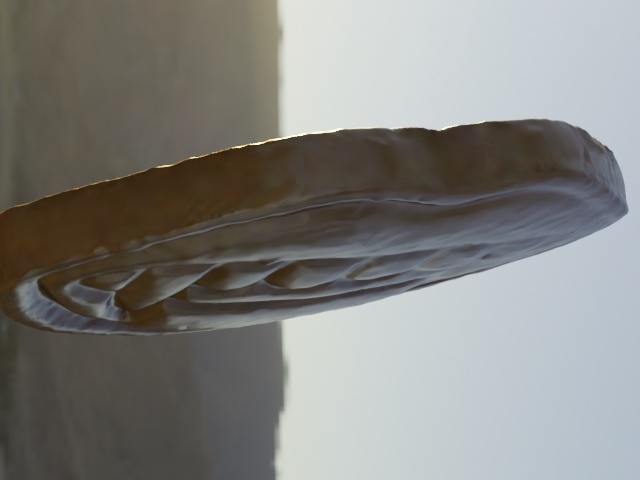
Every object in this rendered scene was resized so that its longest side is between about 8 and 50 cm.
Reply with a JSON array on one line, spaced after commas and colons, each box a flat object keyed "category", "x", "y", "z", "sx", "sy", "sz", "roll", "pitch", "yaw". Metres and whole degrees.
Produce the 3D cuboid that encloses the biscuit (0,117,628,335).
[{"category": "biscuit", "x": 0.000, "y": 0.000, "z": 0.506, "sx": 0.142, "sy": 0.221, "sz": 0.029, "roll": -28, "pitch": -107, "yaw": 49}]
